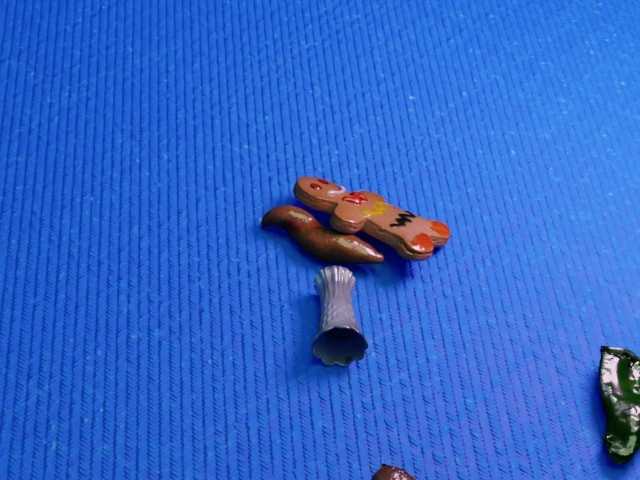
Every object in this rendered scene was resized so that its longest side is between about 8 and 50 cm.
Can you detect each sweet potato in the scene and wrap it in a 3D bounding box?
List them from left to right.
[{"bbox_3d":[0.001,-0.002,2.180,0.202,0.055,0.058,25,24,16],"label":"sweet potato"}]

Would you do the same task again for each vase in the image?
[{"bbox_3d":[0.023,0.102,2.063,0.081,0.081,0.148,4,40,-7],"label":"vase"}]

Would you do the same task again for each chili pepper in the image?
[{"bbox_3d":[0.433,0.225,2.026,0.108,0.062,0.216,14,43,13],"label":"chili pepper"}]

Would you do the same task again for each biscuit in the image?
[{"bbox_3d":[0.073,-0.044,2.214,0.250,0.036,0.165,25,23,14],"label":"biscuit"}]

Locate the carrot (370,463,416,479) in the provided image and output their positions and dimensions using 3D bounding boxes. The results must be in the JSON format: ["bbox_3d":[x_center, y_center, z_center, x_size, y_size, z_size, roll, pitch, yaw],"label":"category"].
[{"bbox_3d":[0.140,0.355,1.832,0.186,0.060,0.060,36,49,20],"label":"carrot"}]
